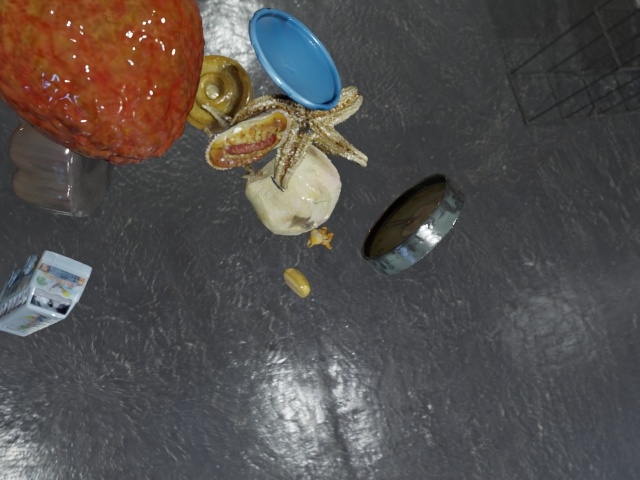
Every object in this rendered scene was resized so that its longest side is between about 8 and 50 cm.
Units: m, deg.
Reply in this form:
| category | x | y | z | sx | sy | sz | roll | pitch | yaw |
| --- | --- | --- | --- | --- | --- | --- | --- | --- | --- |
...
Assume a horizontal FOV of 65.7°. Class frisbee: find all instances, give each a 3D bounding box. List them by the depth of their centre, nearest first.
| category | x | y | z | sx | sy | sz | roll | pitch | yaw |
| --- | --- | --- | --- | --- | --- | --- | --- | --- | --- |
| frisbee | -0.053 | -0.364 | 1.016 | 0.242 | 0.045 | 0.242 | 25 | 51 | -34 |

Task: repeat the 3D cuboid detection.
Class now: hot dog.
| category | x | y | z | sx | sy | sz | roll | pitch | yaw |
| --- | --- | --- | --- | --- | --- | --- | --- | --- | --- |
| hot dog | -0.145 | -0.202 | 1.001 | 0.192 | 0.099 | 0.053 | -27 | 49 | -20 |

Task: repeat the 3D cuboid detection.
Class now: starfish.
| category | x | y | z | sx | sy | sz | roll | pitch | yaw |
| --- | --- | --- | --- | --- | --- | --- | --- | --- | --- |
| starfish | -0.032 | -0.252 | 1.122 | 0.312 | 0.113 | 0.303 | 26 | 85 | -13 |
| starfish | -0.298 | -0.386 | 1.800 | 0.299 | 0.060 | 0.302 | 60 | 40 | -19 |

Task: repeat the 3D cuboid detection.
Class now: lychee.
| category | x | y | z | sx | sy | sz | roll | pitch | yaw |
| --- | --- | --- | --- | --- | --- | --- | --- | --- | --- |
| lychee | -0.255 | -0.237 | 0.563 | 0.255 | 0.255 | 0.299 | -25 | 113 | -29 |

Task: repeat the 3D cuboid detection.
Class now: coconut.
| category | x | y | z | sx | sy | sz | roll | pitch | yaw |
| --- | --- | --- | --- | --- | --- | --- | --- | --- | --- |
| coconut | -0.078 | -0.149 | 1.584 | 0.297 | 0.297 | 0.254 | -41 | 90 | -29 |

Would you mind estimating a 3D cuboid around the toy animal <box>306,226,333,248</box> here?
| category | x | y | z | sx | sy | sz | roll | pitch | yaw |
| --- | --- | --- | --- | --- | --- | --- | --- | --- | --- |
| toy animal | 0.000 | 0.000 | 1.295 | 0.083 | 0.061 | 0.081 | -66 | 138 | -66 |

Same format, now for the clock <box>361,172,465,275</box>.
| category | x | y | z | sx | sy | sz | roll | pitch | yaw |
| --- | --- | --- | --- | --- | --- | --- | --- | --- | --- |
| clock | 0.238 | -0.046 | 1.323 | 0.066 | 0.319 | 0.318 | 42 | 62 | -13 |

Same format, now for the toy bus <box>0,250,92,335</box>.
| category | x | y | z | sx | sy | sz | roll | pitch | yaw |
| --- | --- | --- | --- | --- | --- | --- | --- | --- | --- |
| toy bus | -0.612 | 0.121 | 1.069 | 0.109 | 0.330 | 0.135 | 27 | 58 | -35 |

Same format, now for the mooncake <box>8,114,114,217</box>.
| category | x | y | z | sx | sy | sz | roll | pitch | yaw |
| --- | --- | --- | --- | --- | --- | --- | --- | --- | --- |
| mooncake | -0.568 | -0.208 | 1.112 | 0.154 | 0.306 | 0.305 | 10 | 70 | -8 |

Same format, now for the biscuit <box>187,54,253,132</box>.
| category | x | y | z | sx | sy | sz | roll | pitch | yaw |
| --- | --- | --- | --- | --- | --- | --- | --- | --- | --- |
| biscuit | -0.402 | -0.557 | 1.878 | 0.297 | 0.102 | 0.296 | 0 | 93 | 2 |

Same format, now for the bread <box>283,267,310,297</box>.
| category | x | y | z | sx | sy | sz | roll | pitch | yaw |
| --- | --- | --- | --- | --- | --- | --- | --- | --- | --- |
| bread | -0.076 | 0.140 | 1.695 | 0.056 | 0.082 | 0.115 | -36 | 51 | -21 |
